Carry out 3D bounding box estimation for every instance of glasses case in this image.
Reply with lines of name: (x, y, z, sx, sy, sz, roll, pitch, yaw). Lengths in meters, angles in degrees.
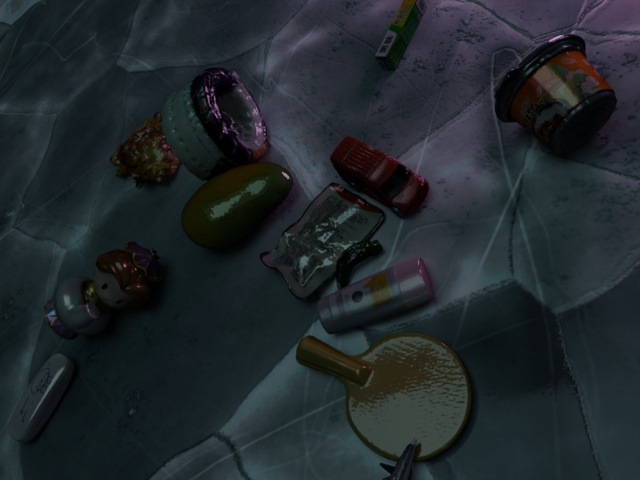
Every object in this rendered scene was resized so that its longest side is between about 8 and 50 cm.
glasses case: (-0.598, 0.336, 1.414, 0.076, 0.049, 0.197, 18, 73, 39)

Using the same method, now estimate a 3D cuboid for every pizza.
pizza: (-0.411, -0.228, 1.626, 0.289, 0.081, 0.229, -28, 51, 13)

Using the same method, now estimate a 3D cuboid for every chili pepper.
chili pepper: (0.060, 0.040, 1.186, 0.055, 0.035, 0.118, 38, 86, 9)

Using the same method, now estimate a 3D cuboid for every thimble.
thimble: (-0.228, -0.256, 1.434, 0.150, 0.237, 0.238, -22, 52, 23)

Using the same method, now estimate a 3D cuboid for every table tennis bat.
table tennis bat: (0.089, 0.225, 1.054, 0.320, 0.050, 0.199, 18, 74, 35)

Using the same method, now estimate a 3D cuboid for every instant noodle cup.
instant noodle cup: (0.394, -0.225, 1.076, 0.208, 0.178, 0.126, -23, 62, -21)

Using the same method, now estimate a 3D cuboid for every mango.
mango: (-0.174, -0.081, 1.364, 0.251, 0.114, 0.156, -37, 42, 8)

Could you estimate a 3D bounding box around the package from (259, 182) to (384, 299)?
package: (0.000, 0.000, 1.260, 0.232, 0.040, 0.166, -46, 51, -11)

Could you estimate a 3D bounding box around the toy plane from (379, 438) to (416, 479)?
toy plane: (0.077, 0.389, 0.925, 0.160, 0.082, 0.234, -15, 57, 65)

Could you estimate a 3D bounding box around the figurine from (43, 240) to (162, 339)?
figurine: (-0.456, 0.104, 1.413, 0.263, 0.142, 0.190, -33, 27, 11)

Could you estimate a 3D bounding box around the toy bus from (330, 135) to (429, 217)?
toy bus: (0.110, -0.122, 1.227, 0.081, 0.089, 0.195, -51, 49, -4)

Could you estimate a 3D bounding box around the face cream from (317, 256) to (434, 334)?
face cream: (0.092, 0.097, 1.124, 0.198, 0.057, 0.084, -25, 52, 18)

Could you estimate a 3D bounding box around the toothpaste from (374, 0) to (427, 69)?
toothpaste: (0.174, -0.452, 1.422, 0.037, 0.043, 0.179, 14, 71, 38)
